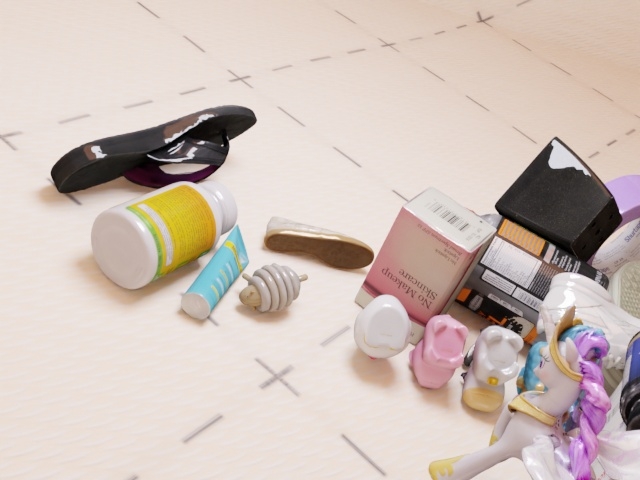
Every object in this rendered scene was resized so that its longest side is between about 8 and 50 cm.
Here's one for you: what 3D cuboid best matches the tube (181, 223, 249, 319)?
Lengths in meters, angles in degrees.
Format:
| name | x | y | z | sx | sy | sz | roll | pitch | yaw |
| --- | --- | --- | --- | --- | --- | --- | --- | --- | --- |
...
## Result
| name | x | y | z | sx | sy | sz | roll | pitch | yaw |
| --- | --- | --- | --- | --- | --- | --- | --- | --- | --- |
| tube | -0.172 | 0.056 | 1.488 | 0.052 | 0.080 | 0.207 | 2 | 31 | 19 |

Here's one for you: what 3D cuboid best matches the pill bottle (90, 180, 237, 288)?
| name | x | y | z | sx | sy | sz | roll | pitch | yaw |
| --- | --- | --- | --- | --- | --- | --- | --- | --- | --- |
| pill bottle | -0.254 | -0.022 | 1.471 | 0.136 | 0.136 | 0.245 | 37 | 35 | 18 |

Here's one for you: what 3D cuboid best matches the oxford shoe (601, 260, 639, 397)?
| name | x | y | z | sx | sy | sz | roll | pitch | yaw |
| --- | --- | --- | --- | --- | --- | --- | --- | --- | --- |
| oxford shoe | 0.604 | 0.178 | 1.741 | 0.169 | 0.130 | 0.449 | 44 | 40 | 2 |

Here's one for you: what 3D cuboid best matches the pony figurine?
| name | x | y | z | sx | sy | sz | roll | pitch | yaw |
| --- | --- | --- | --- | --- | --- | --- | --- | --- | --- |
| pony figurine | 0.329 | 0.312 | 1.177 | 0.302 | 0.363 | 0.351 | 1 | 40 | -32 |

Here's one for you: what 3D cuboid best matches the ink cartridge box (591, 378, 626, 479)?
| name | x | y | z | sx | sy | sz | roll | pitch | yaw |
| --- | --- | --- | --- | --- | --- | --- | --- | --- | --- |
| ink cartridge box | 0.524 | 0.371 | 1.393 | 0.168 | 0.171 | 0.233 | 27 | 35 | 7 |

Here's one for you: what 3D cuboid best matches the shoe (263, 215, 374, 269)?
| name | x | y | z | sx | sy | sz | roll | pitch | yaw |
| --- | --- | --- | --- | --- | --- | --- | --- | --- | --- |
| shoe | 0.000 | 0.000 | 1.658 | 0.219 | 0.077 | 0.058 | 13 | 40 | -13 |

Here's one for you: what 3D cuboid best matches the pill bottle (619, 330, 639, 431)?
| name | x | y | z | sx | sy | sz | roll | pitch | yaw |
| --- | --- | --- | --- | --- | --- | --- | --- | --- | --- |
| pill bottle | 0.522 | 0.232 | 1.319 | 0.122 | 0.123 | 0.219 | 29 | 34 | 7 |

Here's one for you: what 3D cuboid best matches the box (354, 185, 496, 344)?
| name | x | y | z | sx | sy | sz | roll | pitch | yaw |
| --- | --- | --- | --- | --- | --- | --- | --- | --- | --- |
| box | 0.187 | 0.045 | 1.573 | 0.148 | 0.232 | 0.127 | 36 | 35 | 16 |

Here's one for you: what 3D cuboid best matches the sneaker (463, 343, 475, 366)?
| name | x | y | z | sx | sy | sz | roll | pitch | yaw |
| --- | --- | --- | --- | --- | --- | --- | --- | --- | --- |
| sneaker | 0.301 | 0.209 | 1.595 | 0.044 | 0.040 | 0.109 | 43 | 38 | 22 |

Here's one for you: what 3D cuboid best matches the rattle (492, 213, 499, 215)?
| name | x | y | z | sx | sy | sz | roll | pitch | yaw |
| --- | --- | --- | --- | --- | --- | --- | --- | --- | --- |
| rattle | 0.405 | 0.002 | 1.924 | 0.143 | 0.130 | 0.199 | 47 | 12 | 13 |

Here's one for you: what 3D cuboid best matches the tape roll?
| name | x | y | z | sx | sy | sz | roll | pitch | yaw |
| --- | --- | --- | --- | --- | --- | --- | --- | --- | --- |
| tape roll | 0.646 | -0.010 | 1.901 | 0.274 | 0.275 | 0.090 | -1 | 42 | -33 |

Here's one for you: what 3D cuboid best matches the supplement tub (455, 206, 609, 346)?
| name | x | y | z | sx | sy | sz | roll | pitch | yaw |
| --- | --- | --- | --- | --- | --- | --- | --- | --- | --- |
| supplement tub | 0.378 | 0.075 | 1.690 | 0.316 | 0.194 | 0.193 | 31 | 34 | 9 |

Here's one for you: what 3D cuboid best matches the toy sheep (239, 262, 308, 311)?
| name | x | y | z | sx | sy | sz | roll | pitch | yaw |
| --- | --- | --- | --- | --- | --- | --- | --- | --- | --- |
| toy sheep | -0.080 | 0.079 | 1.493 | 0.132 | 0.091 | 0.091 | -23 | 54 | -26 |

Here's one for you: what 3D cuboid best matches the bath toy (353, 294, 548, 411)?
| name | x | y | z | sx | sy | sz | roll | pitch | yaw |
| --- | --- | --- | --- | --- | --- | --- | --- | --- | --- |
| bath toy | 0.218 | 0.195 | 1.489 | 0.348 | 0.151 | 0.129 | 18 | -3 | -5 |

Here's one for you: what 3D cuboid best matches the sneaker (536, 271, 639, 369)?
| name | x | y | z | sx | sy | sz | roll | pitch | yaw |
| --- | --- | --- | --- | --- | --- | --- | --- | --- | --- |
| sneaker | 0.511 | 0.189 | 1.504 | 0.305 | 0.114 | 0.152 | 32 | 64 | 8 |

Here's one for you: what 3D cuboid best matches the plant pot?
| name | x | y | z | sx | sy | sz | roll | pitch | yaw |
| --- | --- | --- | --- | --- | --- | --- | --- | --- | --- |
| plant pot | 0.491 | -0.061 | 1.736 | 0.167 | 0.187 | 0.188 | 41 | 0 | 36 |

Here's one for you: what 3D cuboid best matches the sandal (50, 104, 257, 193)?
| name | x | y | z | sx | sy | sz | roll | pitch | yaw |
| --- | --- | --- | --- | --- | --- | --- | --- | --- | --- |
| sandal | -0.293 | -0.149 | 1.641 | 0.445 | 0.167 | 0.107 | -24 | 82 | -40 |
